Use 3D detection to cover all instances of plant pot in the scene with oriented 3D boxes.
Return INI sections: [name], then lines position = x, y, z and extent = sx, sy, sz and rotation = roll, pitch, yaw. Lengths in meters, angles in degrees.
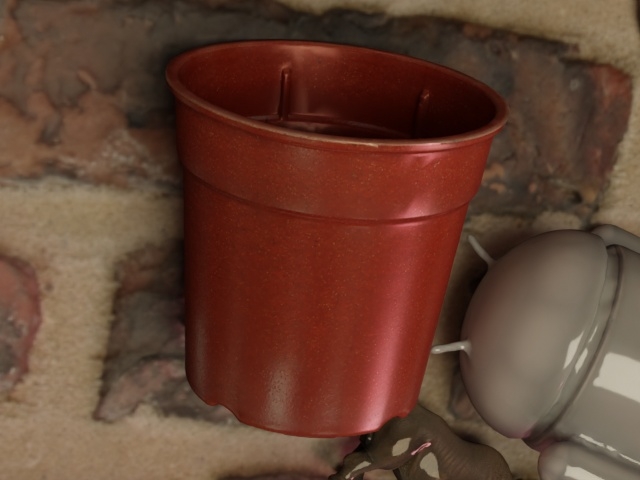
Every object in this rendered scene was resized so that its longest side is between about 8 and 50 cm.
[plant pot]
position = 0.000, 0.000, 1.260
extent = 0.272, 0.272, 0.265
rotation = -2, 113, -20

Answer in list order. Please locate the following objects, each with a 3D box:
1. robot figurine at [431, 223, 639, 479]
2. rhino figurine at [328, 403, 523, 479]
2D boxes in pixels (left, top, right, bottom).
[robot figurine]
position = 0.276, 0.115, 1.390
extent = 0.353, 0.300, 0.200
rotation = 23, 137, -5
[rhino figurine]
position = 0.123, 0.233, 1.462
extent = 0.243, 0.073, 0.106
rotation = 33, 95, -26
